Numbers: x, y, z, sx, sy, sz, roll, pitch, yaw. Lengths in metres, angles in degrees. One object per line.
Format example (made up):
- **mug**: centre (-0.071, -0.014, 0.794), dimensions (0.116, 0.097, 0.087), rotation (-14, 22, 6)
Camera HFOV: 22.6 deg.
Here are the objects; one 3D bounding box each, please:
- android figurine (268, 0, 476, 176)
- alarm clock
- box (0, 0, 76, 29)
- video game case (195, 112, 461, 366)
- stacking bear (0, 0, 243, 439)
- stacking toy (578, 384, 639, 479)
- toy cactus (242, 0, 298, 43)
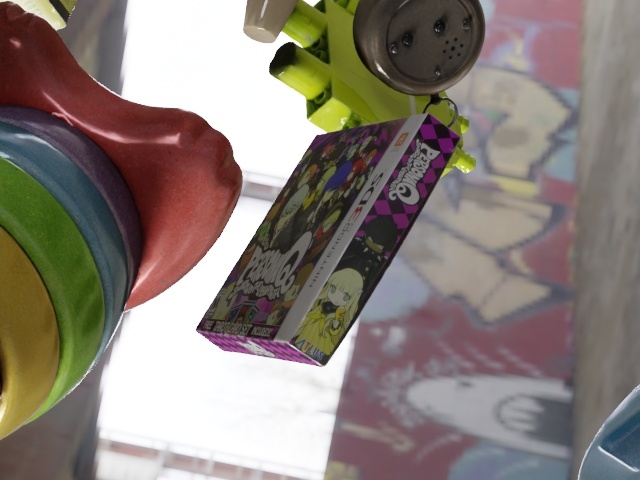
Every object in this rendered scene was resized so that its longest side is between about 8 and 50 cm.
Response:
- **android figurine**: centre (0.060, -0.157, 1.700), dimensions (0.056, 0.273, 0.248), rotation (-40, 35, 32)
- **alarm clock**: centre (0.107, -0.195, 1.626), dimensions (0.064, 0.129, 0.192), rotation (-127, 19, -60)
- **box**: centre (-0.219, -0.261, 1.294), dimensions (0.087, 0.058, 0.232), rotation (53, -147, -33)
- **video game case**: centre (0.000, 0.000, 1.294), dimensions (0.210, 0.042, 0.232), rotation (-58, 18, -12)
- **stacking bear**: centre (-0.184, 0.031, 0.750), dimensions (0.164, 0.175, 0.289), rotation (-61, -5, 33)
- **stacking toy**: centre (0.305, 0.065, 1.057), dimensions (0.309, 0.130, 0.279), rotation (-40, 11, 47)
- **toy cactus**: centre (-0.028, -0.271, 1.547), dimensions (0.112, 0.219, 0.180), rotation (34, -114, -41)
